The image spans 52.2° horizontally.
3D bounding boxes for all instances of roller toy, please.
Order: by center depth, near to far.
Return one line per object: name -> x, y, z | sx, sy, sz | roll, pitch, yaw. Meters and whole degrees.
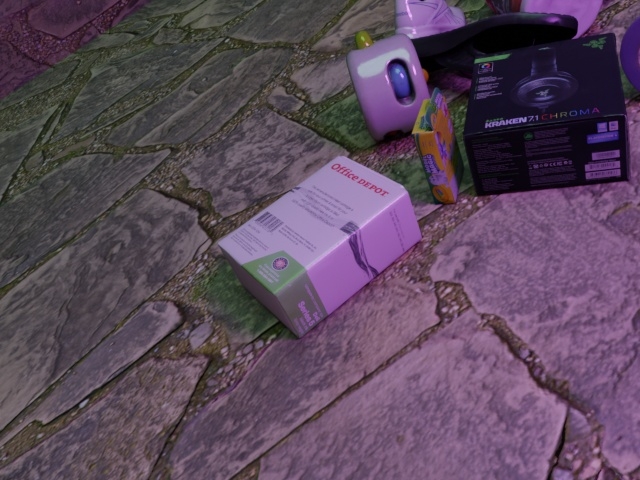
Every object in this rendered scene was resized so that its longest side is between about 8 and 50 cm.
roller toy -> 0.145, -0.306, 1.311 | 0.146, 0.209, 0.191 | -17, 54, 8

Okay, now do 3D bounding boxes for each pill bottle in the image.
pill bottle -> 0.467, -0.568, 1.454 | 0.177, 0.176, 0.318 | -22, 38, 3

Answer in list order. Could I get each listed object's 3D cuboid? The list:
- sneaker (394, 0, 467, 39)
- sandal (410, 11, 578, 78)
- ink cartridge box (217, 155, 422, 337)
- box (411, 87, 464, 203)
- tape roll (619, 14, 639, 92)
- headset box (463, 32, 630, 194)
sneaker -> 0.261, -0.529, 1.520 | 0.111, 0.129, 0.297 | 3, 22, 32
sandal -> 0.317, -0.374, 1.359 | 0.446, 0.168, 0.106 | 0, 88, 44
ink cartridge box -> 0.000, 0.000, 1.089 | 0.273, 0.114, 0.198 | -37, 40, -15
box -> 0.201, -0.161, 1.119 | 0.043, 0.179, 0.105 | -2, 43, 26
tape roll -> 0.605, -0.317, 1.079 | 0.189, 0.189, 0.080 | 23, 58, 43
headset box -> 0.391, -0.227, 1.134 | 0.247, 0.131, 0.283 | -4, 42, 23
